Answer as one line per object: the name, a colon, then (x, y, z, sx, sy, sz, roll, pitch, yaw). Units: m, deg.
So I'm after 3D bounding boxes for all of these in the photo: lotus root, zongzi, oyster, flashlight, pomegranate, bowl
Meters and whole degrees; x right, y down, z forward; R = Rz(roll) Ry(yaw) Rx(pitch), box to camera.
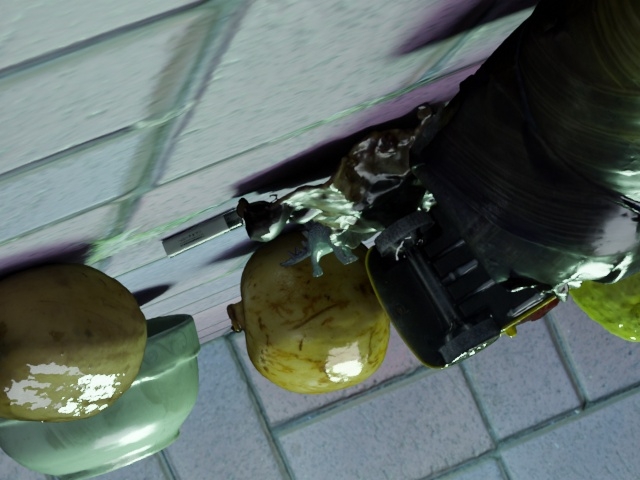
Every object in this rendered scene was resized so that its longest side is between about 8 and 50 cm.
lotus root: (-0.247, 0.096, 1.485, 0.154, 0.140, 0.257, -33, 166, 26)
zongzi: (0.302, -0.157, 1.141, 0.403, 0.208, 0.432, -27, 165, -22)
oyster: (0.049, -0.045, 1.655, 0.221, 0.096, 0.361, -17, 174, 11)
flashlight: (-0.118, -0.007, 1.665, 0.083, 0.018, 0.018, -24, 173, 5)
pomegranate: (-0.015, 0.093, 2.116, 0.215, 0.215, 0.215, -23, 175, -2)
bowl: (-0.289, 0.209, 2.147, 0.307, 0.163, 0.307, -19, -177, 1)

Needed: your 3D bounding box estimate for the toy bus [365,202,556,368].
toy bus: (0.211, -0.015, 1.551, 0.330, 0.144, 0.152, -34, 168, 17)

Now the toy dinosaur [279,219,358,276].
toy dinosaur: (0.002, 0.000, 1.950, 0.039, 0.082, 0.209, -17, 175, -29)

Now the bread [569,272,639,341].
bread: (0.442, -0.060, 1.914, 0.348, 0.348, 0.308, -26, 180, 26)

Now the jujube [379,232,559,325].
jujube: (0.208, 0.004, 2.114, 0.258, 0.258, 0.377, -24, 172, 11)
